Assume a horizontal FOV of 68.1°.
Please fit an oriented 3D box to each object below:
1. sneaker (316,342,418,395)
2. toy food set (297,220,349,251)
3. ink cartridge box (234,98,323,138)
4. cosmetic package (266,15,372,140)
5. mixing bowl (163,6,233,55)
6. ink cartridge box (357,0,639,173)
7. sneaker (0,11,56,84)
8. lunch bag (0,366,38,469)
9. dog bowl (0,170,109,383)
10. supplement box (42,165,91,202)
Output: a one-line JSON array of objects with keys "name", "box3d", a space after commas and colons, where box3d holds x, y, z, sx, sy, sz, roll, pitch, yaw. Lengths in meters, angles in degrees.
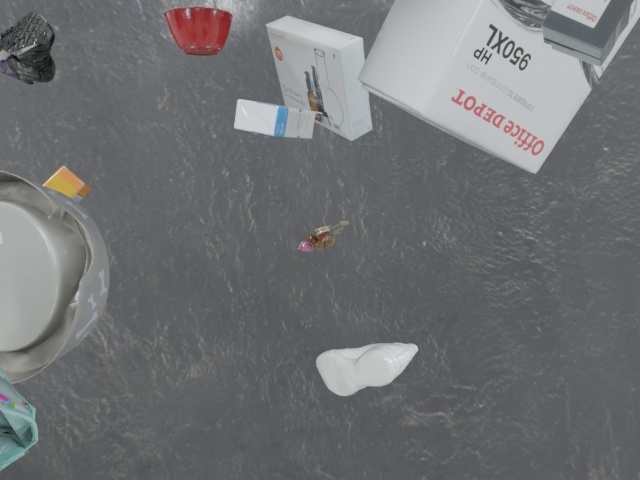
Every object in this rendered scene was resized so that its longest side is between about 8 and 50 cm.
[{"name": "sneaker", "box3d": [0.079, 0.213, 0.817, 0.094, 0.212, 0.080, -18, 87, -39]}, {"name": "toy food set", "box3d": [0.000, 0.000, 0.860, 0.077, 0.122, 0.019, -12, 75, -20]}, {"name": "ink cartridge box", "box3d": [-0.082, -0.254, 1.002, 0.104, 0.180, 0.060, 17, 107, 27]}, {"name": "cosmetic package", "box3d": [-0.006, -0.508, 1.467, 0.097, 0.377, 0.285, -31, 135, -22]}, {"name": "mixing bowl", "box3d": [-0.326, -0.561, 1.288, 0.181, 0.181, 0.098, -2, 103, -1]}, {"name": "ink cartridge box", "box3d": [0.276, -0.324, 0.643, 0.285, 0.166, 0.395, 13, 114, -37]}, {"name": "sneaker", "box3d": [-0.661, -0.434, 1.103, 0.124, 0.283, 0.107, 33, 69, -48]}, {"name": "lunch bag", "box3d": [-0.472, 0.177, 0.508, 0.262, 0.223, 0.160, 18, 90, -50]}, {"name": "dog bowl", "box3d": [-0.522, 0.058, 0.811, 0.348, 0.102, 0.349, 0, 92, 14]}, {"name": "supplement box", "box3d": [-0.725, -0.084, 1.251, 0.078, 0.080, 0.233, 43, 77, -6]}]
